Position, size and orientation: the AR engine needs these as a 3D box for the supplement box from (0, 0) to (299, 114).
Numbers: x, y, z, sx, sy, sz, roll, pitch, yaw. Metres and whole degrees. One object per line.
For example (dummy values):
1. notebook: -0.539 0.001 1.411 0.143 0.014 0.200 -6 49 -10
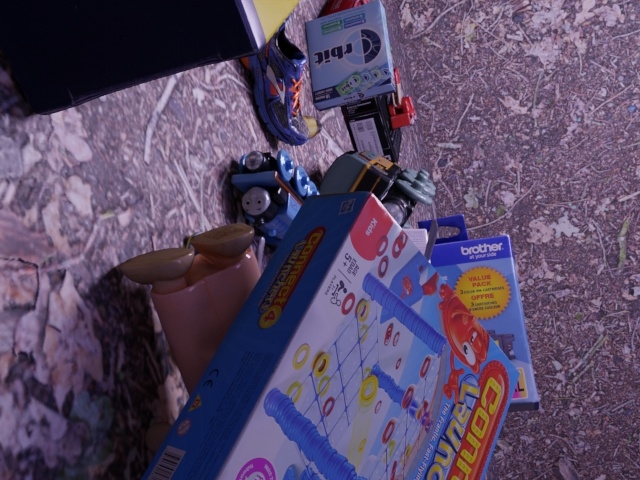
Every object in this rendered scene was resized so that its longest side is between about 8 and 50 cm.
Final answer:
1. supplement box: -0.133 -0.281 0.611 0.356 0.194 0.195 -73 147 -57

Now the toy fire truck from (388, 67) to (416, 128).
1. toy fire truck: 0.176 -0.325 1.567 0.192 0.047 0.135 -51 128 -69

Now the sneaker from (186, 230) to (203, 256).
1. sneaker: -0.111 0.051 0.710 0.053 0.059 0.144 53 33 -57

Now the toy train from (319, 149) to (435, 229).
1. toy train: 0.113 -0.098 1.323 0.190 0.142 0.334 34 16 3

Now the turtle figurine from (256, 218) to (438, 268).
1. turtle figurine: 0.007 0.138 0.783 0.198 0.275 0.266 6 60 -33

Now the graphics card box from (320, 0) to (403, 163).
1. graphics card box: 0.101 -0.373 1.597 0.232 0.094 0.370 -76 149 -55

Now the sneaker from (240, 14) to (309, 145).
1. sneaker: -0.057 -0.240 1.015 0.083 0.087 0.221 -76 150 -53

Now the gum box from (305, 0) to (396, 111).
1. gum box: 0.057 -0.358 1.335 0.041 0.157 0.184 33 49 -66

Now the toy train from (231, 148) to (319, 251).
1. toy train: -0.054 -0.049 0.927 0.184 0.080 0.105 46 43 -61

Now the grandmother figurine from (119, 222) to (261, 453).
1. grandmother figurine: -0.065 0.160 0.657 0.104 0.208 0.342 18 -56 66

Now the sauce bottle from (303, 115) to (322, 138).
1. sauce bottle: -0.027 -0.191 1.164 0.128 0.042 0.042 -38 116 -74

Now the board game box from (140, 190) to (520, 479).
1. board game box: 0.036 0.168 0.625 0.302 0.086 0.308 46 59 -32

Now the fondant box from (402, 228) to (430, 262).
1. fondant box: 0.126 0.175 1.178 0.238 0.096 0.330 105 -17 -63

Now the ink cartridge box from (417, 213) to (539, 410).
1. ink cartridge box: 0.270 0.150 1.389 0.151 0.270 0.395 55 29 -64
